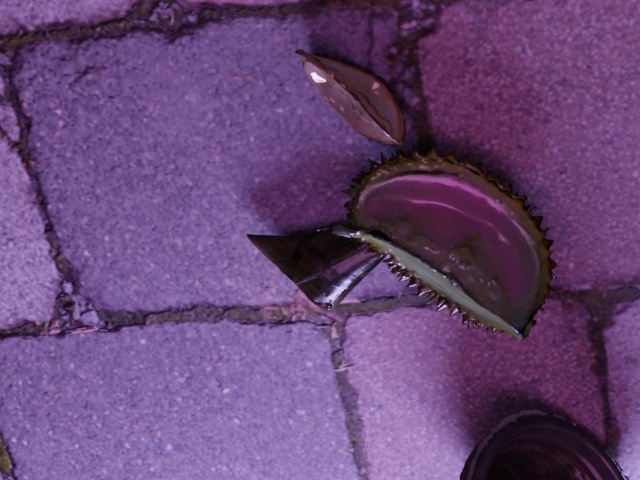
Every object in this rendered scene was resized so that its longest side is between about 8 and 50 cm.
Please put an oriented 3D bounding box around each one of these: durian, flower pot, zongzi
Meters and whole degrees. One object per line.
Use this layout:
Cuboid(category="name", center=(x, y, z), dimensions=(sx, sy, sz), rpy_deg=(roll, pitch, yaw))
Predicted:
Cuboid(category="durian", center=(0.119, -0.007, 1.502), dimensions=(0.221, 0.095, 0.137), rpy_deg=(31, 85, -7))
Cuboid(category="flower pot", center=(0.205, 0.301, 1.621), dimensions=(0.235, 0.235, 0.140), rpy_deg=(39, 144, -14))
Cuboid(category="zongzi", center=(0.000, 0.000, 1.555), dimensions=(0.113, 0.052, 0.104), rpy_deg=(43, 111, -2))
Cuboid(category="durian", center=(0.025, -0.129, 1.458), dimensions=(0.130, 0.066, 0.052), rpy_deg=(43, 118, -6))
